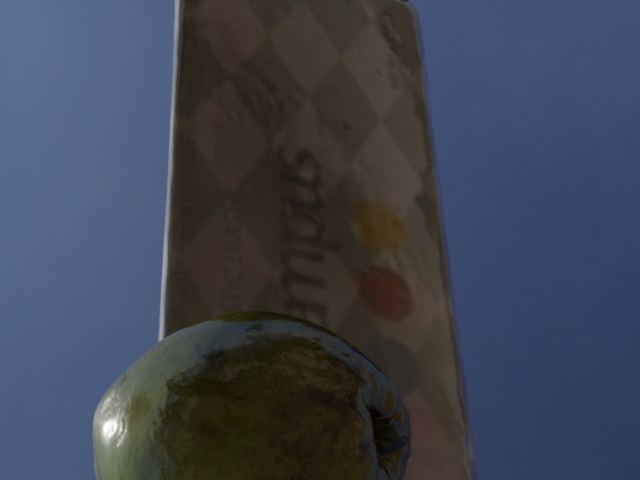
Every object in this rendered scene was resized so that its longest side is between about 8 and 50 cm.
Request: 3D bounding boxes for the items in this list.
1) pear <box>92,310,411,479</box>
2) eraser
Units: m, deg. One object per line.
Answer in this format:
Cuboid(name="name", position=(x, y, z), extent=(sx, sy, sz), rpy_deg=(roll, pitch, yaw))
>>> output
Cuboid(name="pear", position=(-0.025, 0.079, 0.400), extent=(0.131, 0.107, 0.107), rpy_deg=(-3, -127, 29))
Cuboid(name="eraser", position=(0.000, 0.000, 0.630), extent=(0.213, 0.082, 0.396), rpy_deg=(12, -127, -22))
